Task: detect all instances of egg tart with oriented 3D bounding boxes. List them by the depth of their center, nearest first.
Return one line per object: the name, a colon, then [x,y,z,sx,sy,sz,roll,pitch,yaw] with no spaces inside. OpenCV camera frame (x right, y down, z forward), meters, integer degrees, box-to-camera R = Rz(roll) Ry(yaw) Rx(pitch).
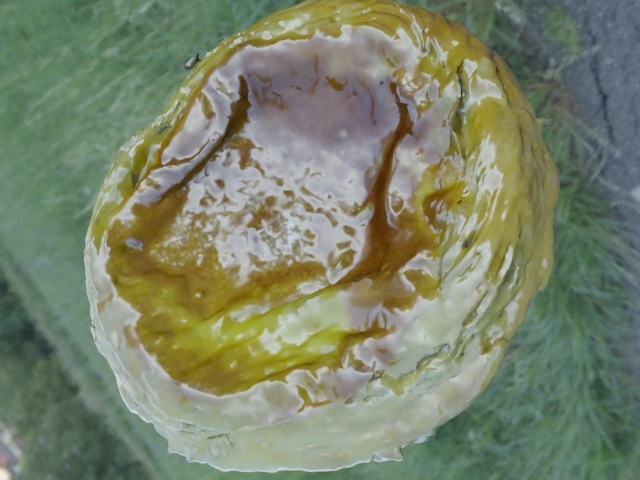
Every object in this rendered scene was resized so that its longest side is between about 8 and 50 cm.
egg tart: [0.000,0.000,0.677,0.352,0.352,0.150,29,177,31]
